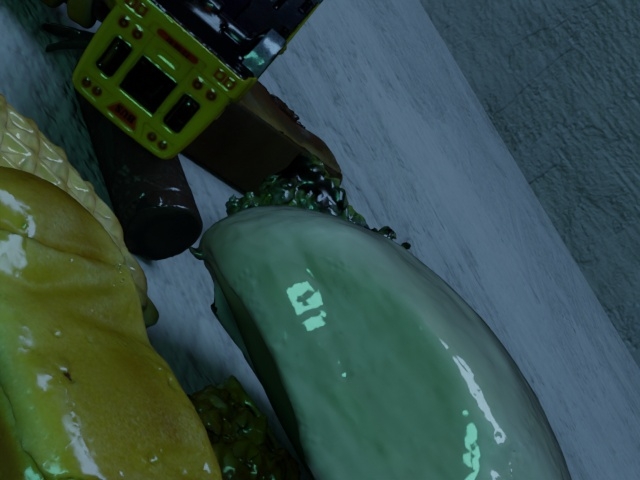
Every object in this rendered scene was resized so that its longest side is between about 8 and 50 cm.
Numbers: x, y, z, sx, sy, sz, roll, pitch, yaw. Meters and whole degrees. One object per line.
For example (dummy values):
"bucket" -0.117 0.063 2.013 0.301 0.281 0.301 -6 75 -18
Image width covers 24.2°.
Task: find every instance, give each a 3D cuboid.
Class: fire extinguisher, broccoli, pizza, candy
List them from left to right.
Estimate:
"fire extinguisher" -0.184 -0.104 1.352 0.089 0.072 0.267 -4 50 -25
"pizza" -0.049 0.202 1.089 0.161 0.086 0.305 41 20 -36
"broccoli" -0.008 0.001 1.556 0.165 0.145 0.304 45 6 2
"candy" 0.072 0.156 1.179 0.386 0.186 0.427 51 -10 36

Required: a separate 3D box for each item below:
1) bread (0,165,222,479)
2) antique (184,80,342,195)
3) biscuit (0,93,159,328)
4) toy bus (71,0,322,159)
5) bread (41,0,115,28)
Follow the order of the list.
"bread" -0.169 0.092 0.902 0.167 0.132 0.294 17 42 -54
"antique" -0.097 -0.127 1.592 0.310 0.087 0.093 33 26 -49
"biscuit" -0.240 -0.042 1.121 0.309 0.040 0.204 28 31 -56
"toy bus" -0.100 -0.206 1.364 0.145 0.151 0.331 39 27 -5
"bread" -0.255 -0.271 1.409 0.225 0.081 0.134 36 18 -16
